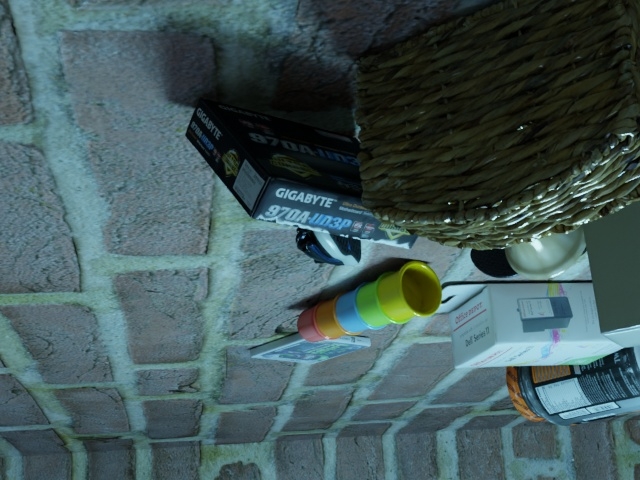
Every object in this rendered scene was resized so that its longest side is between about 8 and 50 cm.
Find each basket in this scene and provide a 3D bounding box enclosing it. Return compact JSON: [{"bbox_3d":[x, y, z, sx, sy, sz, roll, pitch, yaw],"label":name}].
[{"bbox_3d":[0.212,-0.096,1.070,0.299,0.213,0.223,-17,157,34],"label":"basket"}]

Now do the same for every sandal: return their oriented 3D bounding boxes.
[{"bbox_3d":[0.321,0.019,1.690,0.179,0.067,0.040,-10,172,9],"label":"sandal"}]

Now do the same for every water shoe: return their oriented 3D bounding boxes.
[{"bbox_3d":[0.000,0.000,1.538,0.080,0.073,0.203,-7,161,14],"label":"water shoe"}]

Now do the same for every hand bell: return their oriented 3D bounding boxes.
[{"bbox_3d":[0.242,-0.052,1.431,0.126,0.126,0.242,-16,147,32],"label":"hand bell"}]

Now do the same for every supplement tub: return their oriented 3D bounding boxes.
[{"bbox_3d":[0.562,0.265,2.262,0.207,0.207,0.338,11,157,-39],"label":"supplement tub"}]

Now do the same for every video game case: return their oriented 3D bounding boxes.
[{"bbox_3d":[-0.021,0.224,2.293,0.173,0.022,0.190,11,156,-40],"label":"video game case"}]

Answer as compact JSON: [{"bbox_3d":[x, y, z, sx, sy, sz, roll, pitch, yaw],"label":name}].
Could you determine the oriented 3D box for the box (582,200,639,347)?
[{"bbox_3d":[0.340,-0.029,1.202,0.094,0.275,0.113,-13,160,25],"label":"box"}]

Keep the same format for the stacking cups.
[{"bbox_3d":[0.067,0.121,1.890,0.096,0.096,0.316,10,158,-37],"label":"stacking cups"}]

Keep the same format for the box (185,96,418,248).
[{"bbox_3d":[-0.013,-0.070,1.175,0.220,0.175,0.051,11,117,-37],"label":"box"}]

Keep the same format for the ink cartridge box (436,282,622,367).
[{"bbox_3d":[0.371,0.160,2.034,0.353,0.119,0.207,0,162,-14],"label":"ink cartridge box"}]
